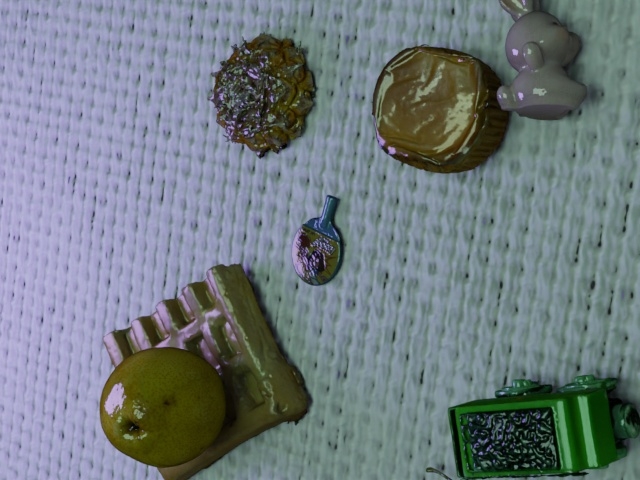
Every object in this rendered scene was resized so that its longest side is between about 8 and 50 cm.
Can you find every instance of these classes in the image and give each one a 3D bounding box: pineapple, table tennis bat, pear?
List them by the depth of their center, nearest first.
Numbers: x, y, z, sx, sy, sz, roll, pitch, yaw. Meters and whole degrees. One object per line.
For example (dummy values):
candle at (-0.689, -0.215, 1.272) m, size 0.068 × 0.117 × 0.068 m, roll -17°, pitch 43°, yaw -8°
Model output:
table tennis bat at (0.000, 0.000, 2.019) m, size 0.100 × 0.019 × 0.155 m, roll 29°, pitch 111°, yaw 33°
pear at (-0.263, 0.271, 2.022) m, size 0.209 × 0.209 × 0.209 m, roll 2°, pitch 93°, yaw 36°
pineapple at (-0.107, -0.244, 2.053) m, size 0.225 × 0.076 × 0.225 m, roll 1°, pitch 92°, yaw 34°

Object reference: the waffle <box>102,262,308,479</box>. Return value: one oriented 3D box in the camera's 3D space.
waffle at (-0.206, 0.235, 2.146) m, size 0.348 × 0.077 × 0.304 m, roll -34°, pitch 73°, yaw 33°

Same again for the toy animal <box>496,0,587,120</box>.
toy animal at (0.309, -0.279, 1.725) m, size 0.124 × 0.124 × 0.212 m, roll -10°, pitch 80°, yaw 36°

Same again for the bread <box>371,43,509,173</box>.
bread at (0.180, -0.192, 1.827) m, size 0.199 × 0.104 × 0.199 m, roll -1°, pitch 88°, yaw 33°

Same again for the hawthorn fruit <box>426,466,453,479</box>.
hawthorn fruit at (0.250, 0.418, 1.793) m, size 0.165 × 0.165 × 0.285 m, roll -52°, pitch 47°, yaw 26°

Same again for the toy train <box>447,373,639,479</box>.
toy train at (0.307, 0.260, 1.699) m, size 0.243 × 0.188 × 0.132 m, roll -11°, pitch 86°, yaw 35°
